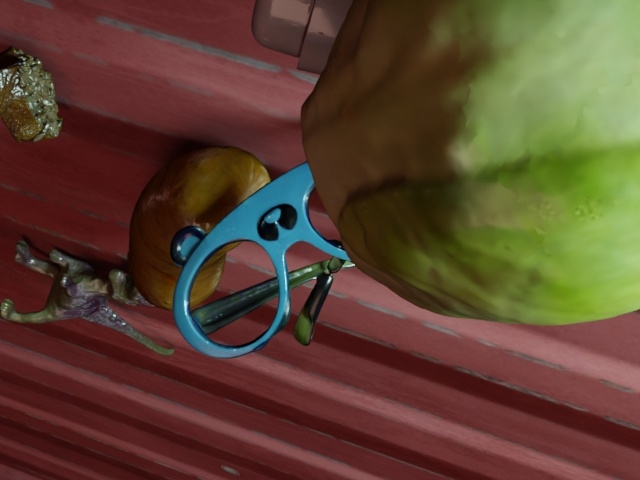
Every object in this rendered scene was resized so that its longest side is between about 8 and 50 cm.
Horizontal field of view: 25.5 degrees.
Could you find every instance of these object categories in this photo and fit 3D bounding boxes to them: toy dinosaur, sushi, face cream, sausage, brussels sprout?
[{"bbox_3d":[-0.275,0.080,1.679,0.200,0.072,0.251,13,147,0],"label":"toy dinosaur"},{"bbox_3d":[-0.254,-0.125,1.223,0.120,0.055,0.052,72,173,-52],"label":"sushi"},{"bbox_3d":[0.019,-0.151,0.826,0.104,0.117,0.117,17,157,-3],"label":"face cream"},{"bbox_3d":[-0.114,-0.015,1.272,0.109,0.108,0.270,27,158,-8],"label":"sausage"},{"bbox_3d":[0.126,-0.088,0.669,0.294,0.259,0.227,-28,94,23],"label":"brussels sprout"}]

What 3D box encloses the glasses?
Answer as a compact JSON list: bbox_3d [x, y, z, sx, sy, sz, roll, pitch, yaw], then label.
[{"bbox_3d":[0.013,0.027,1.160,0.239,0.102,0.207,-36,141,13],"label":"glasses"}]
